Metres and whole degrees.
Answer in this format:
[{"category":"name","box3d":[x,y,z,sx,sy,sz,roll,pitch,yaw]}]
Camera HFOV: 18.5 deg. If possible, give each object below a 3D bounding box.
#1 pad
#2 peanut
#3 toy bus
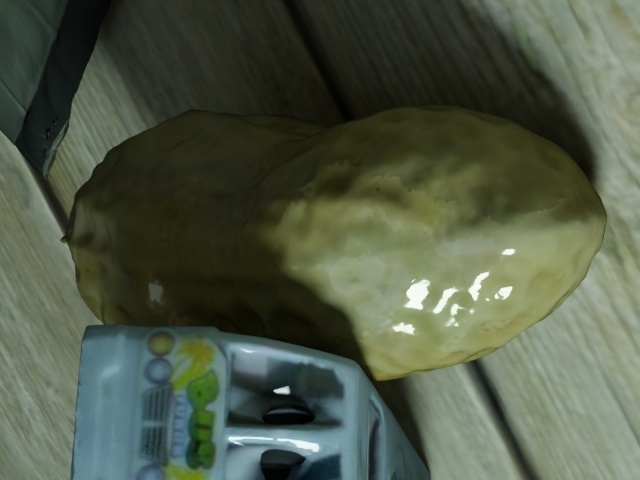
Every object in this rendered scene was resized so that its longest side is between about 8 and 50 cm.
[{"category":"pad","box3d":[-0.193,-0.155,1.169,0.174,0.022,0.233,47,147,12]},{"category":"peanut","box3d":[0.000,0.000,0.941,0.313,0.149,0.149,-5,113,51]},{"category":"toy bus","box3d":[-0.025,0.124,0.960,0.136,0.109,0.330,1,164,10]}]
